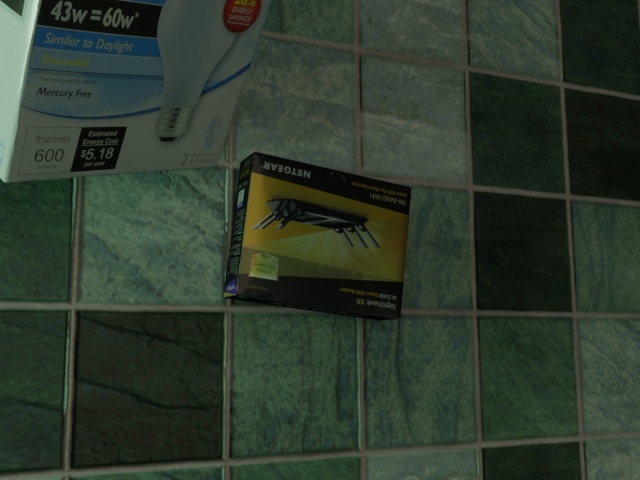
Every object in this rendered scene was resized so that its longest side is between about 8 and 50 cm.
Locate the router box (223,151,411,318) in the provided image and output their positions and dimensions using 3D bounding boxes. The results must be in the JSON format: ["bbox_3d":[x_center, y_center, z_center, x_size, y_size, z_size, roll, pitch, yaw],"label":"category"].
[{"bbox_3d":[0.000,0.000,1.289,0.308,0.081,0.243,10,79,-22],"label":"router box"}]

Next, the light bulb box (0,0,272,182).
[{"bbox_3d":[-0.275,-0.296,0.977,0.225,0.361,0.357,38,30,28],"label":"light bulb box"}]
